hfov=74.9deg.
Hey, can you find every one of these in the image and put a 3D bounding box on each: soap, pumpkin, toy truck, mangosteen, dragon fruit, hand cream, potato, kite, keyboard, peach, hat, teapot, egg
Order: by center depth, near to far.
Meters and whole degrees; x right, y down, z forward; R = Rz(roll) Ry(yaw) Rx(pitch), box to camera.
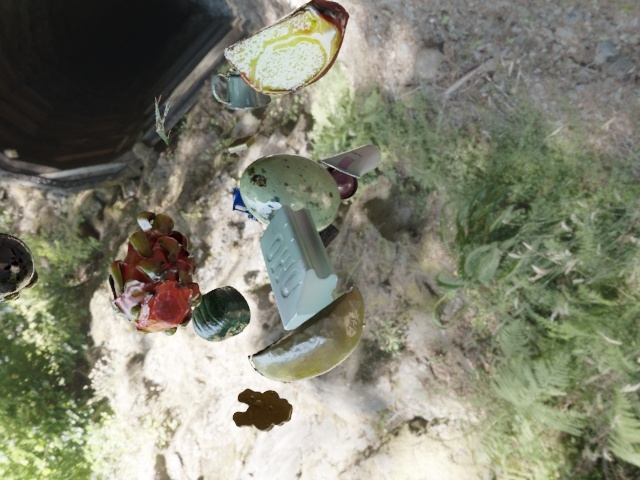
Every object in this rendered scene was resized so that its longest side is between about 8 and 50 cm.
[{"bbox_3d":[0.002,0.197,0.785,0.120,0.261,0.100,56,168,1],"label":"potato"},{"bbox_3d":[-0.052,-0.424,0.920,0.158,0.268,0.153,56,-157,-32],"label":"peach"},{"bbox_3d":[-0.063,0.068,1.096,0.095,0.172,0.289,7,-134,-35],"label":"soap"},{"bbox_3d":[-0.421,0.086,1.096,0.243,0.307,0.227,17,164,21],"label":"dragon fruit"},{"bbox_3d":[-0.266,-0.545,1.442,0.162,0.239,0.148,32,138,42],"label":"teapot"},{"bbox_3d":[-0.103,-0.161,1.484,0.380,0.287,0.287,7,-150,-37],"label":"egg"},{"bbox_3d":[-1.182,0.119,1.515,0.275,0.275,0.302,49,151,36],"label":"mangosteen"},{"bbox_3d":[-0.583,-0.444,1.546,0.244,0.006,0.197,-18,88,57],"label":"kite"},{"bbox_3d":[0.001,-0.001,1.580,0.074,0.196,0.015,38,144,4],"label":"keyboard"},{"bbox_3d":[-0.299,-0.156,1.834,0.113,0.126,0.208,18,173,31],"label":"toy truck"},{"bbox_3d":[0.157,-0.346,1.837,0.186,0.118,0.359,29,-151,16],"label":"hand cream"},{"bbox_3d":[-0.518,0.368,2.061,0.197,0.293,0.263,-6,-126,-54],"label":"pumpkin"},{"bbox_3d":[0.102,-0.303,2.134,0.205,0.205,0.089,44,156,-4],"label":"hat"}]

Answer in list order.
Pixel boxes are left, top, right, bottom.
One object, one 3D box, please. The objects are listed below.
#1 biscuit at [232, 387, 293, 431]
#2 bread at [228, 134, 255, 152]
[{"bbox_3d":[-0.259,0.768,1.888,0.295,0.185,0.044,0,154,26],"label":"biscuit"},{"bbox_3d":[-0.341,-0.418,1.811,0.090,0.095,0.035,-66,-40,-50],"label":"bread"}]
